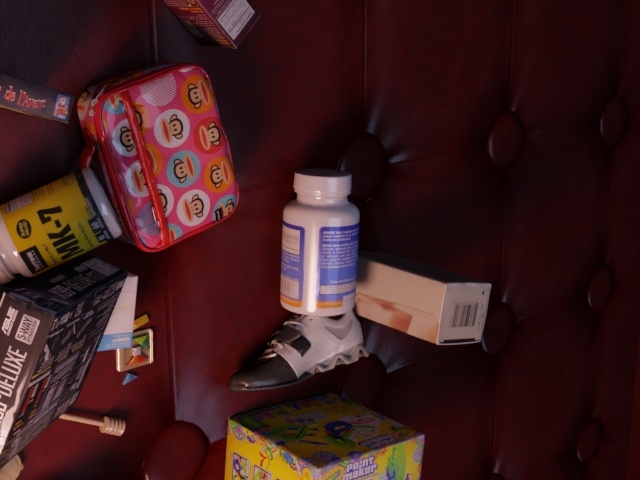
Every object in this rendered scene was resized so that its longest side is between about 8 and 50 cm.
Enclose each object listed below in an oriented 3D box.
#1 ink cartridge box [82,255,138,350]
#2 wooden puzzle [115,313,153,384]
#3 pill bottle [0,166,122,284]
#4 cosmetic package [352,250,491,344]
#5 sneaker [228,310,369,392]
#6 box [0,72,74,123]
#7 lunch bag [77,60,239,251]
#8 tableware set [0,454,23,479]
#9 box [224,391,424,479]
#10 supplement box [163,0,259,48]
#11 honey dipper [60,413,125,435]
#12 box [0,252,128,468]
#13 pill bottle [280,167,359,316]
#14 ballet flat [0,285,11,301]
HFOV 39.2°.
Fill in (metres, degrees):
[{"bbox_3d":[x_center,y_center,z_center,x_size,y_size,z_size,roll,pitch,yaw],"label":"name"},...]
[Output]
[{"bbox_3d":[-0.367,0.102,1.494,0.089,0.092,0.143,0,101,-43],"label":"ink cartridge box"},{"bbox_3d":[-0.331,0.195,1.606,0.078,0.014,0.116,-18,113,-38],"label":"wooden puzzle"},{"bbox_3d":[-0.419,-0.017,1.360,0.208,0.119,0.119,-26,121,-8],"label":"pill bottle"},{"bbox_3d":[0.187,0.115,1.871,0.153,0.296,0.129,2,101,-42],"label":"cosmetic package"},{"bbox_3d":[-0.056,0.210,1.811,0.330,0.122,0.146,-16,94,-38],"label":"sneaker"},{"bbox_3d":[-0.487,-0.219,1.253,0.233,0.159,0.044,13,92,-43],"label":"box"},{"bbox_3d":[-0.284,-0.138,1.499,0.258,0.120,0.293,-27,117,-30],"label":"lunch bag"},{"bbox_3d":[-0.568,0.381,1.433,0.169,0.020,0.141,-51,129,-18],"label":"tableware set"},{"bbox_3d":[0.005,0.451,1.802,0.289,0.279,0.177,-5,104,-41],"label":"box"},{"bbox_3d":[-0.203,-0.416,1.501,0.081,0.104,0.188,-57,132,-16],"label":"supplement box"},{"bbox_3d":[-0.411,0.311,1.553,0.160,0.030,0.031,24,84,-42],"label":"honey dipper"},{"bbox_3d":[-0.395,0.164,1.287,0.307,0.076,0.243,-57,172,-79],"label":"box"},{"bbox_3d":[0.000,0.000,1.766,0.152,0.152,0.272,-8,106,-41],"label":"pill bottle"},{"bbox_3d":[-0.528,0.179,1.253,0.400,0.139,0.139,-62,146,-63],"label":"ballet flat"}]
